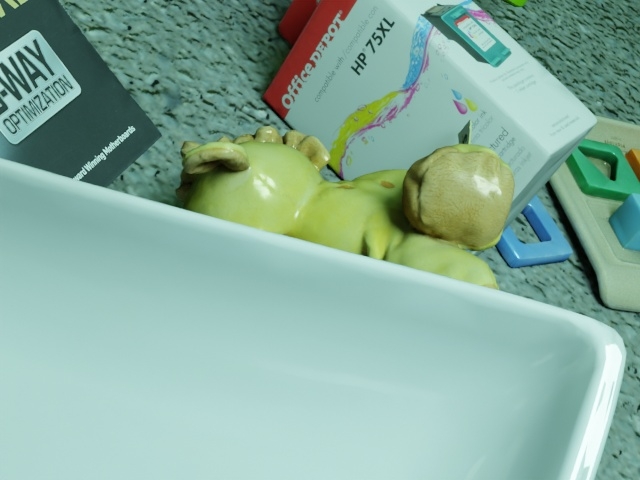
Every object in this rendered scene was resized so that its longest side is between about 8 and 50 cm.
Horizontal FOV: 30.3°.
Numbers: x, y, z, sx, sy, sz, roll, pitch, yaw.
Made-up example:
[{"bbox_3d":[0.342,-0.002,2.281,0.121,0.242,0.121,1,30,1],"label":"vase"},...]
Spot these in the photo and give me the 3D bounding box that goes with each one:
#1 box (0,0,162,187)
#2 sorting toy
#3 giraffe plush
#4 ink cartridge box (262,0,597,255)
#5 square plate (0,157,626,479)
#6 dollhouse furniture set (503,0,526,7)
[{"bbox_3d":[-0.241,-0.061,0.542,0.242,0.077,0.307,55,39,-15],"label":"box"},{"bbox_3d":[0.269,-0.029,0.941,0.348,0.047,0.196,8,48,-28],"label":"sorting toy"},{"bbox_3d":[0.000,0.000,0.660,0.171,0.181,0.210,10,46,-7],"label":"giraffe plush"},{"bbox_3d":[0.054,-0.105,0.801,0.231,0.134,0.078,45,42,12],"label":"ink cartridge box"},{"bbox_3d":[-0.127,0.136,0.342,0.347,0.049,0.344,15,68,18],"label":"square plate"},{"bbox_3d":[0.052,-0.327,0.890,0.302,0.151,0.197,21,15,-41],"label":"dollhouse furniture set"}]
